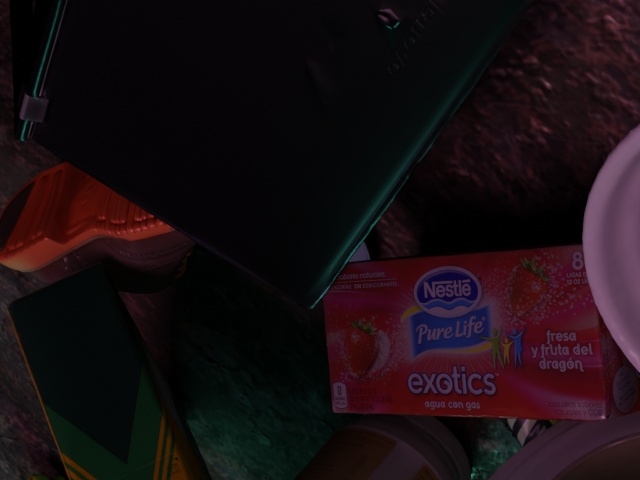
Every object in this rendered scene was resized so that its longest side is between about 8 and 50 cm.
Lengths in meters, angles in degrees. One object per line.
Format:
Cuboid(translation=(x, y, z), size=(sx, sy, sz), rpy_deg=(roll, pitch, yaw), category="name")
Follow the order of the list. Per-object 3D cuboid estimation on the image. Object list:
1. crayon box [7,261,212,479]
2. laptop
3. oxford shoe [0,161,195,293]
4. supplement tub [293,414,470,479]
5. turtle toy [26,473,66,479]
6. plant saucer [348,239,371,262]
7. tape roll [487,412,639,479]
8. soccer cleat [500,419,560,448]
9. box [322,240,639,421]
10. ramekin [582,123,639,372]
Cuboid(translation=(-0.158, 0.248, 1.216), size=(0.313, 0.106, 0.363), rpy_deg=(60, 171, 32), category="crayon box")
Cuboid(translation=(-0.079, -0.221, 0.917), size=(0.382, 0.236, 0.407), rpy_deg=(124, 143, -49), category="laptop")
Cuboid(translation=(-0.156, -0.025, 1.188), size=(0.364, 0.130, 0.133), rpy_deg=(-11, 143, 42), category="oxford shoe")
Cuboid(translation=(0.039, 0.258, 1.163), size=(0.144, 0.200, 0.144), rpy_deg=(24, 135, 26), category="supplement tub")
Cuboid(translation=(-0.360, 0.368, 1.709), size=(0.095, 0.066, 0.130), rpy_deg=(-3, 120, 43), category="turtle toy")
Cuboid(translation=(0.000, 0.000, 1.120), size=(0.119, 0.021, 0.119), rpy_deg=(24, 136, 25), category="plant saucer")
Cuboid(translation=(0.235, 0.218, 0.895), size=(0.286, 0.286, 0.100), rpy_deg=(-16, 112, 47), category="tape roll")
Cuboid(translation=(0.188, 0.156, 1.066), size=(0.072, 0.060, 0.179), rpy_deg=(-11, 109, 56), category="soccer cleat")
Cuboid(translation=(0.135, 0.066, 0.947), size=(0.257, 0.128, 0.122), rpy_deg=(-6, 88, 44), category="box")
Cuboid(translation=(0.314, -0.001, 0.756), size=(0.277, 0.135, 0.277), rpy_deg=(24, 136, 26), category="ramekin")
